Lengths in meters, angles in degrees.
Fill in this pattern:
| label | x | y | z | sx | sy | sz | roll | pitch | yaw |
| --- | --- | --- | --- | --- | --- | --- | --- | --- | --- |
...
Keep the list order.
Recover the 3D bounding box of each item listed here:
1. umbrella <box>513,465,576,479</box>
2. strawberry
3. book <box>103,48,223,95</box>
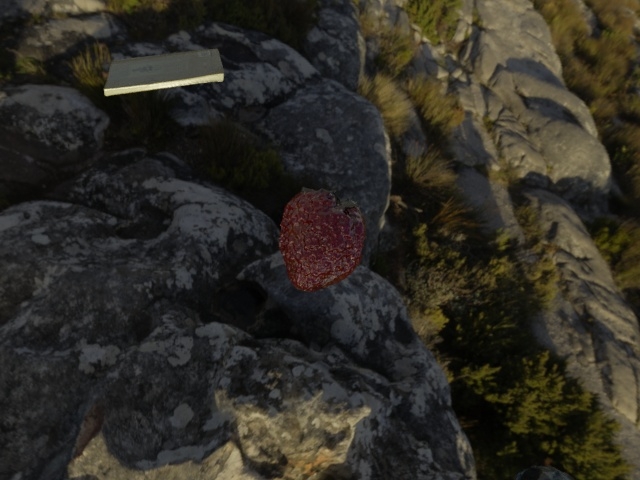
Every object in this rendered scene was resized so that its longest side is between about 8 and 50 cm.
| label | x | y | z | sx | sy | sz | roll | pitch | yaw |
| --- | --- | --- | --- | --- | --- | --- | --- | --- | --- |
| umbrella | 0.203 | 0.249 | 0.237 | 0.053 | 0.052 | 0.250 | -32 | 81 | -25 |
| strawberry | 0.002 | -0.001 | 0.606 | 0.131 | 0.131 | 0.148 | 12 | 89 | -14 |
| book | -0.277 | -0.306 | 0.735 | 0.199 | 0.016 | 0.138 | -11 | 44 | -9 |
